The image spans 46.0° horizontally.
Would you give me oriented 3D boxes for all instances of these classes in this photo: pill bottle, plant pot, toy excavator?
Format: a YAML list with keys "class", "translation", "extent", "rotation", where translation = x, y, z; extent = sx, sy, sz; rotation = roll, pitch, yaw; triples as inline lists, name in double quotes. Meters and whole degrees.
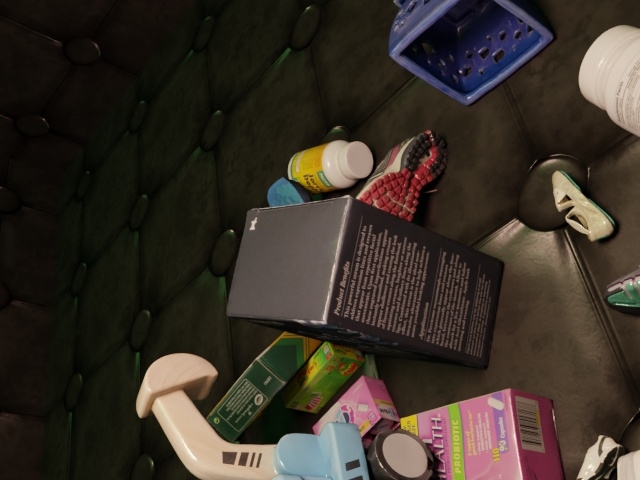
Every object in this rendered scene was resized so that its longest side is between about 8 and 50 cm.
- class: "pill bottle"
  translation: [0.536, -0.219, 1.133]
  extent: [0.160, 0.160, 0.283]
  rotation: [-58, 37, 16]
- class: "plant pot"
  translation: [0.289, -0.453, 1.515]
  extent: [0.236, 0.236, 0.212]
  rotation: [-37, 42, 38]
- class: "toy excavator"
  translation: [-0.062, 0.383, 1.198]
  extent: [0.432, 0.446, 0.222]
  rotation: [-102, 31, -44]
- class: "pill bottle"
  translation: [0.026, -0.176, 1.816]
  extent: [0.208, 0.118, 0.117]
  rotation: [-8, 68, 50]

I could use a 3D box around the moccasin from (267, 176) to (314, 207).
- class: "moccasin"
  translation: [0.000, 0.000, 1.755]
  extent: [0.138, 0.117, 0.341]
  rotation: [-28, 75, 26]

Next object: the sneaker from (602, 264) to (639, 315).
- class: "sneaker"
  translation: [0.527, 0.041, 1.111]
  extent: [0.224, 0.083, 0.098]
  rotation: [-23, 36, 40]

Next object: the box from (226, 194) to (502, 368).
- class: "box"
  translation: [0.084, 0.086, 1.376]
  extent: [0.294, 0.396, 0.211]
  rotation: [-3, 71, 52]

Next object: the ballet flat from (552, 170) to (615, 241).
- class: "ballet flat"
  translation: [0.429, -0.060, 1.277]
  extent: [0.052, 0.057, 0.168]
  rotation: [-32, 43, 2]

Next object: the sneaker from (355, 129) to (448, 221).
- class: "sneaker"
  translation: [0.150, -0.105, 1.573]
  extent: [0.299, 0.120, 0.112]
  rotation: [-47, 20, -28]

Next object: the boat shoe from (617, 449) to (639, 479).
- class: "boat shoe"
  translation: [0.445, 0.386, 1.047]
  extent: [0.063, 0.066, 0.184]
  rotation: [-40, 46, 55]

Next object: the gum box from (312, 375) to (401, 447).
- class: "gum box"
  translation: [0.069, 0.379, 1.539]
  extent: [0.188, 0.062, 0.107]
  rotation: [-51, 40, 25]

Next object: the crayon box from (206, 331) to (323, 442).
- class: "crayon box"
  translation: [-0.101, 0.289, 1.680]
  extent: [0.203, 0.083, 0.323]
  rotation: [-51, -5, 25]

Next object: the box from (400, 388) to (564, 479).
- class: "box"
  translation: [0.263, 0.380, 1.239]
  extent: [0.243, 0.117, 0.213]
  rotation: [-29, 52, 43]

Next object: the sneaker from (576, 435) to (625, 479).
- class: "sneaker"
  translation: [0.413, 0.342, 1.135]
  extent: [0.109, 0.040, 0.043]
  rotation: [-57, 21, 12]

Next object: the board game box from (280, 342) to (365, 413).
- class: "board game box"
  translation: [0.004, 0.297, 1.638]
  extent: [0.181, 0.092, 0.043]
  rotation: [-51, 40, 24]
